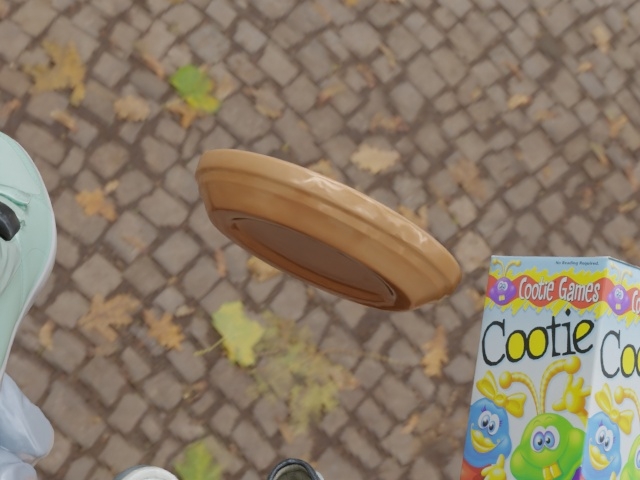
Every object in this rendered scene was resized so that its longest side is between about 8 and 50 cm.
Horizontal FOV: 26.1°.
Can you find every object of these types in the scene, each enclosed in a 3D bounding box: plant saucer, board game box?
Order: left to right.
[{"bbox_3d":[0.000,0.000,0.959,0.200,0.200,0.037,29,78,-14],"label":"plant saucer"},{"bbox_3d":[0.241,0.162,1.334,0.142,0.144,0.275,18,77,-43],"label":"board game box"}]

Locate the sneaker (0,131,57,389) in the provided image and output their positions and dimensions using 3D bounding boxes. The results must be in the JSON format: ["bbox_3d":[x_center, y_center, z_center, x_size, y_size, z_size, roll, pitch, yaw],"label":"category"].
[{"bbox_3d":[-0.198,-0.025,0.772,0.094,0.151,0.256,3,37,-7],"label":"sneaker"}]

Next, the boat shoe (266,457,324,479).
[{"bbox_3d":[-0.022,0.364,1.479,0.114,0.091,0.302,-12,37,-3],"label":"boat shoe"}]

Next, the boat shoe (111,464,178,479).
[{"bbox_3d":[-0.217,0.345,1.308,0.116,0.099,0.319,10,104,-32],"label":"boat shoe"}]

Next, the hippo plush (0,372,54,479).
[{"bbox_3d":[-0.432,0.187,1.346,0.234,0.237,0.294,-72,139,-66],"label":"hippo plush"}]
